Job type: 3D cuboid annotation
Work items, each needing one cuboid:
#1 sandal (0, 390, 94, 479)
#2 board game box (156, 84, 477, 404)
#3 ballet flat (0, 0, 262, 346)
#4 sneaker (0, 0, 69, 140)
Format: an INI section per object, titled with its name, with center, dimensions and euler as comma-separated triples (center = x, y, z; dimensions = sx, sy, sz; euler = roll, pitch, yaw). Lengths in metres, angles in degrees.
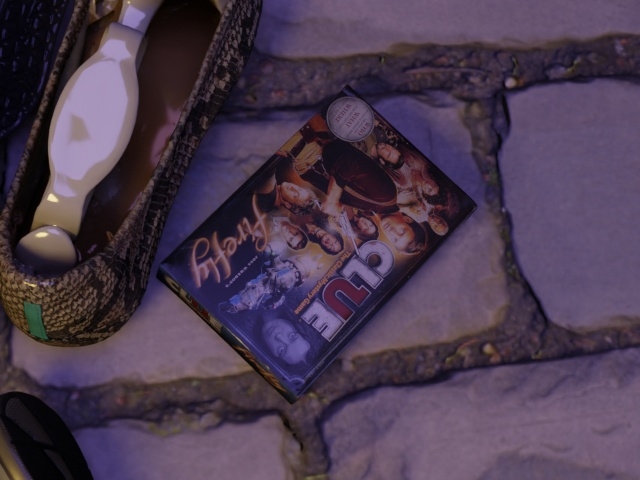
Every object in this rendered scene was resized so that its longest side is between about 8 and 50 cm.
[sandal]
center = -0.197, 0.264, 0.973
dimensions = 0.086, 0.120, 0.303
euler = -29, 77, 10
[board game box]
center = 0.000, 0.000, 1.115
dimensions = 0.165, 0.042, 0.243
euler = 43, 70, 4
[ballet flat]
center = -0.152, -0.149, 1.057
dimensions = 0.164, 0.182, 0.483
euler = 16, 70, 2
[sneaker]
center = -0.280, -0.179, 1.102
dimensions = 0.084, 0.097, 0.235
euler = 37, 68, -38
